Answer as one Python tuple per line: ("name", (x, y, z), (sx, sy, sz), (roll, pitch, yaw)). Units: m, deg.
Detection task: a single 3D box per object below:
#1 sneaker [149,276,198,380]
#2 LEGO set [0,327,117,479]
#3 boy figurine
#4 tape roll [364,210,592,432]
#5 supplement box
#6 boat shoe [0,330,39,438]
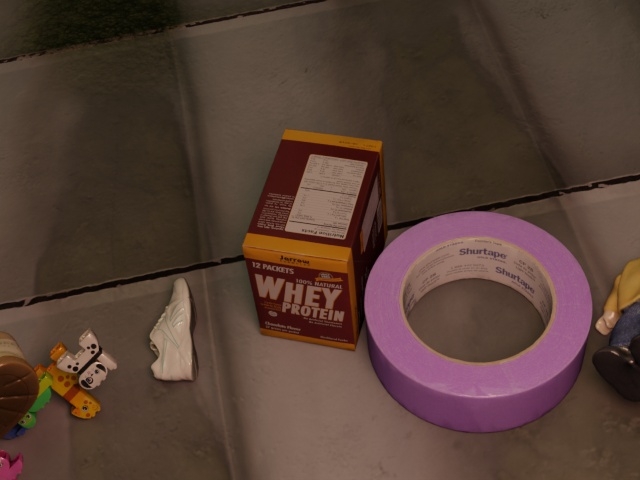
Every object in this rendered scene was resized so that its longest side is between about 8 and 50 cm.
("sneaker", (-0.190, 0.112, 1.395), (0.061, 0.054, 0.152), (-7, 52, 4))
("LEGO set", (-0.322, 0.206, 1.315), (0.227, 0.093, 0.087), (-46, 20, 4))
("boy figurine", (0.415, 0.067, 1.321), (0.092, 0.177, 0.285), (49, 44, -9))
("tape roll", (0.193, 0.096, 1.345), (0.274, 0.090, 0.275), (-3, 52, 4))
("supplement box", (0.000, 0.000, 1.374), (0.129, 0.191, 0.194), (9, 53, 13))
("boat shoe", (-0.455, 0.228, 1.244), (0.302, 0.109, 0.098), (-44, 41, -2))
